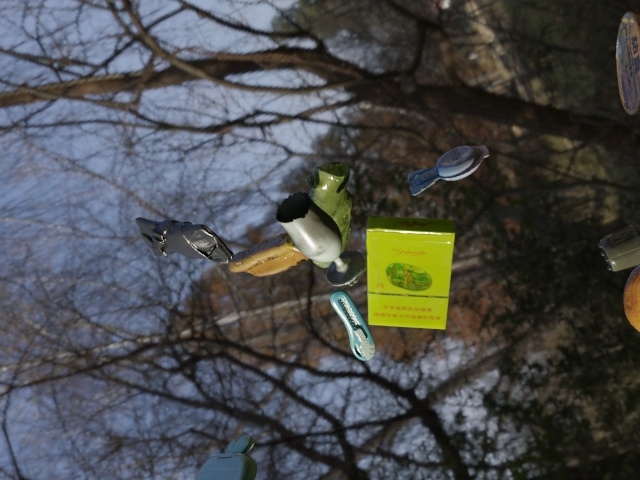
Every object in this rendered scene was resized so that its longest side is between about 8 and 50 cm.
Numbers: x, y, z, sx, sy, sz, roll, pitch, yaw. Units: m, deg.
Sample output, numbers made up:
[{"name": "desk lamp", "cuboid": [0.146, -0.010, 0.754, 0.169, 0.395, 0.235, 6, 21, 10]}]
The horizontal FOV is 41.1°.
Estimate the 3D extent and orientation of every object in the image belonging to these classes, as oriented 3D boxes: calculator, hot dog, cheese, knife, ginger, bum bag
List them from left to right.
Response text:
[{"name": "bum bag", "cuboid": [-0.309, 0.001, 1.877, 0.123, 0.248, 0.060, 55, -134, -40]}, {"name": "calculator", "cuboid": [-0.228, 0.561, 1.890, 0.042, 0.184, 0.295, 47, -133, -28]}, {"name": "hot dog", "cuboid": [-0.117, 0.034, 1.952, 0.083, 0.289, 0.068, 41, -120, -21]}, {"name": "ginger", "cuboid": [0.017, -0.060, 2.018, 0.137, 0.089, 0.290, -51, -30, -35]}, {"name": "knife", "cuboid": [0.082, 0.213, 2.139, 0.222, 0.064, 0.031, 63, 170, -26]}, {"name": "cheese", "cuboid": [0.365, -0.208, 2.435, 0.052, 0.244, 0.135, 57, -165, -31]}]

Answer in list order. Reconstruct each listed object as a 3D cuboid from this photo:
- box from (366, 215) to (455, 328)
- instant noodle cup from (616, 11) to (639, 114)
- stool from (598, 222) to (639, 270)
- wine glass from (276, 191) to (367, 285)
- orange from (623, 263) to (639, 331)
[{"name": "box", "cuboid": [0.196, 0.078, 1.898, 0.335, 0.187, 0.047, 86, -169, -48]}, {"name": "instant noodle cup", "cuboid": [0.724, -0.376, 1.774, 0.216, 0.172, 0.216, -5, -90, -84]}, {"name": "stool", "cuboid": [0.701, 0.018, 1.958, 0.096, 0.110, 0.096, -23, -90, -79]}, {"name": "wine glass", "cuboid": [0.000, 0.000, 1.785, 0.222, 0.103, 0.103, 48, -156, -37]}, {"name": "orange", "cuboid": [0.704, 0.105, 1.588, 0.249, 0.249, 0.183, 38, -153, -62]}]
